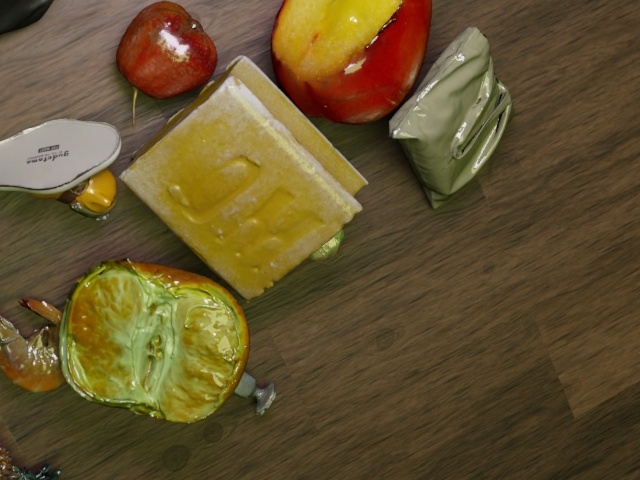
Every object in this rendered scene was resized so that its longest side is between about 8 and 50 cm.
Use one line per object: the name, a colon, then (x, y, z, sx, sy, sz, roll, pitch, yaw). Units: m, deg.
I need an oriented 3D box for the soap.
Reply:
soap: (-0.127, -0.101, 1.743, 0.293, 0.156, 0.335, -35, 109, 25)

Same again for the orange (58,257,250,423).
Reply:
orange: (-0.287, 0.174, 1.755, 0.335, 0.196, 0.262, 9, 84, 1)

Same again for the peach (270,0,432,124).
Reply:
peach: (0.063, -0.369, 1.716, 0.281, 0.281, 0.338, 6, 119, -16)

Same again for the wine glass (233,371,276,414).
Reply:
wine glass: (-0.162, 0.261, 1.883, 0.155, 0.072, 0.072, 33, 90, -18)

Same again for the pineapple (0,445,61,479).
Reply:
pineapple: (-0.560, 0.402, 1.779, 0.221, 0.083, 0.103, 38, 95, -30)

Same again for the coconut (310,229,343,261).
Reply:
coconut: (0.000, 0.000, 1.879, 0.082, 0.081, 0.083, 10, 63, -7)

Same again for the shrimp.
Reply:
shrimp: (-0.527, 0.161, 1.772, 0.248, 0.068, 0.150, 46, 74, -23)

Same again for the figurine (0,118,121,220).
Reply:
figurine: (-0.446, -0.104, 1.737, 0.250, 0.166, 0.141, -3, 141, 9)

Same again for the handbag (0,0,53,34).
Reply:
handbag: (-0.569, -0.433, 1.532, 0.341, 0.247, 0.240, -30, 94, -35)

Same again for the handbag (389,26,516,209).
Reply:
handbag: (0.247, -0.213, 1.831, 0.253, 0.109, 0.316, -53, 148, -7)

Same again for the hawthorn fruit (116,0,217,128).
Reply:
hawthorn fruit: (-0.282, -0.301, 1.720, 0.203, 0.162, 0.162, -39, 108, 12)
